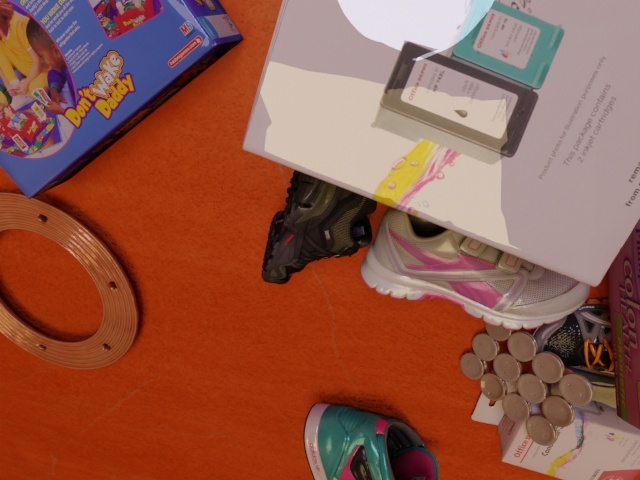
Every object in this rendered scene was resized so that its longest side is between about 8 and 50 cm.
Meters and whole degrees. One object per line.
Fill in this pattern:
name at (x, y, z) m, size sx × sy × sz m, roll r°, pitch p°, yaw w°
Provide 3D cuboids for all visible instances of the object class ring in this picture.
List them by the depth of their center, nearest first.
ring at (-0.448, 0.074, 0.765) m, size 0.337 × 0.032 × 0.336 m, roll 6°, pitch 118°, yaw 12°

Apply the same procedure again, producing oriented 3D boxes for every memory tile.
memory tile at (0.251, 0.171, 0.584) m, size 0.148 × 0.012 × 0.113 m, roll 44°, pitch 126°, yaw 38°

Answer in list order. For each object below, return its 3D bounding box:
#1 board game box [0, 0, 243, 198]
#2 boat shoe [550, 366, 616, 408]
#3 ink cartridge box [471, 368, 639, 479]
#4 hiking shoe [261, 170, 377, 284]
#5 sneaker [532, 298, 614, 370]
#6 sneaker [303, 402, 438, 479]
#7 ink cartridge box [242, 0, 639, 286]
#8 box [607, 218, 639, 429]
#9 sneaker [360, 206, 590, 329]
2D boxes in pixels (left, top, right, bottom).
board game box at (-0.295, -0.231, 0.532) m, size 0.347 × 0.078 × 0.233 m, roll -26°, pitch 108°, yaw 26°
boat shoe at (0.363, 0.184, 0.593) m, size 0.137 × 0.043 × 0.049 m, roll 6°, pitch 132°, yaw 12°
ink cartridge box at (0.319, 0.257, 0.630) m, size 0.198 × 0.067 × 0.115 m, roll 13°, pitch 120°, yaw 9°
hiking shoe at (0.000, 0.000, 0.547) m, size 0.114 × 0.086 × 0.227 m, roll 14°, pitch 150°, yaw -12°
sneaker at (0.359, 0.120, 0.538) m, size 0.215 × 0.083 × 0.084 m, roll -13°, pitch 115°, yaw 23°
sneaker at (0.099, 0.385, 0.733) m, size 0.178 × 0.124 × 0.295 m, roll -6°, pitch 115°, yaw 29°
ink cartridge box at (0.111, -0.125, 0.387) m, size 0.270 × 0.198 × 0.197 m, roll 22°, pitch 107°, yaw 3°
box at (0.413, 0.071, 0.420) m, size 0.243 × 0.117 × 0.213 m, roll -2°, pitch 81°, yaw 15°
sneaker at (0.173, 0.018, 0.523) m, size 0.252 × 0.103 × 0.111 m, roll 10°, pitch 121°, yaw 9°
